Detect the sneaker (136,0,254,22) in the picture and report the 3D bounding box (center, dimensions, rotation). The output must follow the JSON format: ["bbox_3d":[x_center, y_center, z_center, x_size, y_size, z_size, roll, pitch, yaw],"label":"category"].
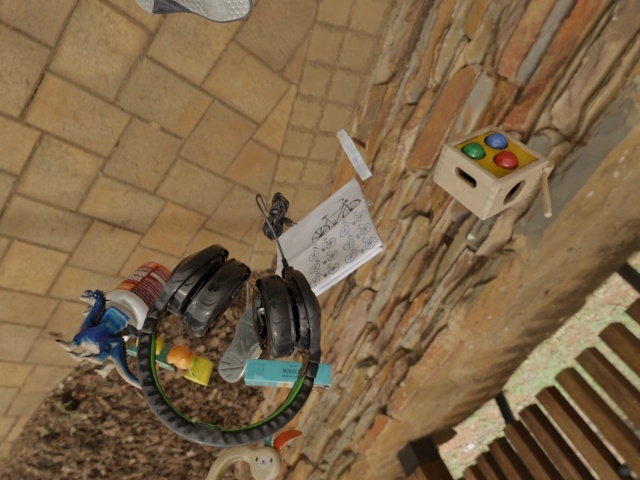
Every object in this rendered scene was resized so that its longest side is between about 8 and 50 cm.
[{"bbox_3d":[-0.212,-0.489,0.772,0.226,0.164,0.086,12,147,9],"label":"sneaker"}]

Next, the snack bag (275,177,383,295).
[{"bbox_3d":[0.000,0.000,1.057,0.323,0.343,0.037,-37,121,20],"label":"snack bag"}]

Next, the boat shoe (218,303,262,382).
[{"bbox_3d":[-0.215,0.310,1.350,0.321,0.118,0.103,-61,170,4],"label":"boat shoe"}]

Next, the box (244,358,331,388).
[{"bbox_3d":[-0.094,0.392,1.206,0.244,0.060,0.101,5,152,-5],"label":"box"}]

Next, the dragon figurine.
[{"bbox_3d":[-0.422,0.192,0.846,0.144,0.289,0.085,-55,148,-36],"label":"dragon figurine"}]

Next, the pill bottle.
[{"bbox_3d":[-0.473,0.155,1.068,0.121,0.221,0.121,6,119,11],"label":"pill bottle"}]

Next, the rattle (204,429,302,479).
[{"bbox_3d":[-0.134,0.389,0.718,0.199,0.130,0.143,-40,128,-6],"label":"rattle"}]

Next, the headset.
[{"bbox_3d":[-0.115,0.100,0.637,0.243,0.395,0.185,19,152,-9],"label":"headset"}]

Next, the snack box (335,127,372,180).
[{"bbox_3d":[0.099,-0.252,1.222,0.037,0.100,0.141,-29,152,11],"label":"snack box"}]

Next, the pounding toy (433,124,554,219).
[{"bbox_3d":[0.344,-0.125,0.730,0.206,0.181,0.094,-25,143,-22],"label":"pounding toy"}]

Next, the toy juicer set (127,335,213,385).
[{"bbox_3d":[-0.458,0.297,1.090,0.328,0.090,0.209,16,153,12],"label":"toy juicer set"}]
